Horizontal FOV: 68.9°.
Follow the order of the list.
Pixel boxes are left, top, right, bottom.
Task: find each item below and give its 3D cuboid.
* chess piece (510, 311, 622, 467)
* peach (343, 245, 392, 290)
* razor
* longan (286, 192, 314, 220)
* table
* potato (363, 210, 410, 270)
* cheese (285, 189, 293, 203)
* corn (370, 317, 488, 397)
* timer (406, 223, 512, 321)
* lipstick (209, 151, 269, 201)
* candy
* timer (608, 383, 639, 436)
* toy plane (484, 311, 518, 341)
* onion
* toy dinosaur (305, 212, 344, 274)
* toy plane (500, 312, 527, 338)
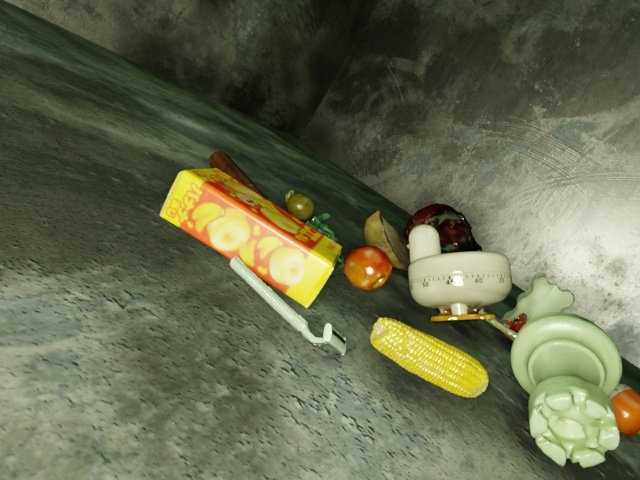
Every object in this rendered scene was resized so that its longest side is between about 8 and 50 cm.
[{"bbox_3d":[0.434,0.257,0.822,0.195,0.194,0.299,35,22,15],"label":"chess piece"},{"bbox_3d":[0.094,0.054,0.957,0.101,0.100,0.100,30,13,-8],"label":"peach"},{"bbox_3d":[-0.056,0.087,0.649,0.211,0.035,0.084,32,-12,27],"label":"razor"},{"bbox_3d":[-0.051,-0.084,1.202,0.075,0.075,0.083,39,-14,27],"label":"longan"},{"bbox_3d":[0.648,0.207,1.396,0.167,0.198,0.166,29,13,-8],"label":"table"},{"bbox_3d":[0.188,0.033,1.311,0.261,0.100,0.120,38,44,-44],"label":"potato"},{"bbox_3d":[-0.068,-0.099,1.261,0.084,0.041,0.060,39,18,-19],"label":"cheese"},{"bbox_3d":[0.169,0.181,0.715,0.207,0.067,0.067,29,14,-12],"label":"corn"},{"bbox_3d":[0.316,0.067,1.085,0.234,0.239,0.233,-3,-12,-1],"label":"timer"},{"bbox_3d":[-0.178,-0.119,1.054,0.057,0.057,0.356,21,18,-39],"label":"lipstick"},{"bbox_3d":[-0.104,-0.013,0.768,0.276,0.088,0.146,31,12,1],"label":"candy"},{"bbox_3d":[0.709,0.395,1.066,0.136,0.099,0.136,18,17,-5],"label":"timer"},{"bbox_3d":[0.509,0.255,1.177,0.287,0.092,0.108,34,-8,8],"label":"toy plane"},{"bbox_3d":[0.394,0.016,1.518,0.281,0.221,0.280,46,22,-25],"label":"onion"},{"bbox_3d":[-0.014,-0.009,0.982,0.120,0.079,0.292,32,15,-23],"label":"toy dinosaur"},{"bbox_3d":[0.575,0.275,1.256,0.189,0.130,0.061,45,55,-5],"label":"toy plane"}]
